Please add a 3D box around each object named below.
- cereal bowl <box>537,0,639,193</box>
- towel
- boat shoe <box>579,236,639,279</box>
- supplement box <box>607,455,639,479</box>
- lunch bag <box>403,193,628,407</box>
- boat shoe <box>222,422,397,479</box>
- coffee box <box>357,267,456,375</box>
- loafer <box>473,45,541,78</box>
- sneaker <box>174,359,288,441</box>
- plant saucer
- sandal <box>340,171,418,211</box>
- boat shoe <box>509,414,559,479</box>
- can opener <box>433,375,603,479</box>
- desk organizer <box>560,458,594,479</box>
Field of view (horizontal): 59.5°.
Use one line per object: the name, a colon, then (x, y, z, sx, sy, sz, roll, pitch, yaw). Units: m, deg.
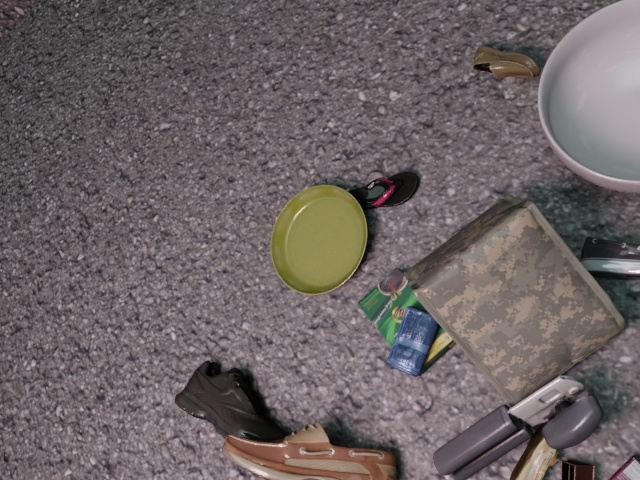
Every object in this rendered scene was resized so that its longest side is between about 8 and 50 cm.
cereal bowl: (0.548, -0.229, 0.938, 0.339, 0.141, 0.338, -9, 71, 26)
towel: (0.169, 0.182, 1.022, 0.067, 0.029, 0.119, 19, 84, 30)
boat shoe: (0.542, 0.025, 0.901, 0.229, 0.080, 0.075, 1, 76, 36)
supplement box: (0.459, 0.369, 0.841, 0.083, 0.055, 0.043, -48, 59, 5)
lunch bag: (0.322, 0.105, 0.925, 0.235, 0.169, 0.287, -39, 95, 8)
boat shoe: (-0.016, 0.398, 1.027, 0.325, 0.123, 0.116, 13, 66, 5)
coffee box: (0.168, 0.153, 1.074, 0.113, 0.040, 0.184, -43, 60, 9)
loafer: (0.371, -0.348, 1.125, 0.148, 0.056, 0.050, 33, 92, 42)
sneaker: (-0.176, 0.341, 1.165, 0.287, 0.109, 0.130, 21, 76, 29)
plant saucer: (0.000, 0.000, 1.207, 0.241, 0.037, 0.240, -8, 75, 30)
sandal: (0.120, -0.100, 1.183, 0.179, 0.040, 0.067, -16, 67, 23)
boat shoe: (0.360, 0.349, 0.909, 0.045, 0.050, 0.135, 33, 89, 8)
can opener: (0.306, 0.314, 0.885, 0.283, 0.076, 0.095, -45, 29, 23)
desk organizer: (0.385, 0.408, 0.861, 0.047, 0.050, 0.130, -12, 65, 55)
